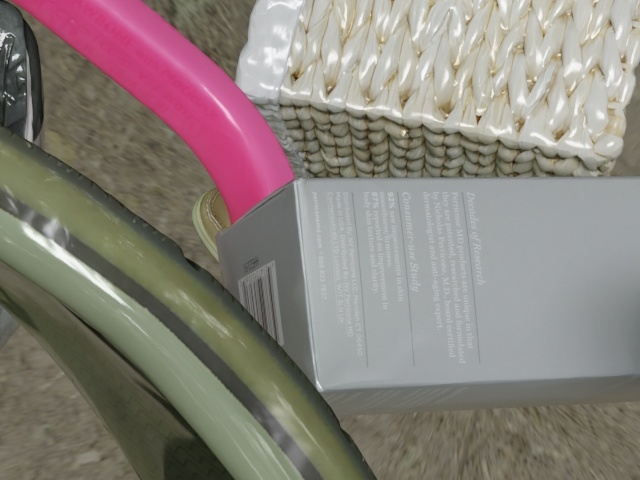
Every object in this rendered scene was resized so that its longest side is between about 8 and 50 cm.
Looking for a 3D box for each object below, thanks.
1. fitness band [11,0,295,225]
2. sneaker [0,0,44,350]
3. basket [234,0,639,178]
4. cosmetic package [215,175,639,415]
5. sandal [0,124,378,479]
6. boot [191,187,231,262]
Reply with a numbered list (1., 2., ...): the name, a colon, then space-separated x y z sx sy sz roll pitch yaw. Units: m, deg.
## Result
1. fitness band: -0.127 -0.065 0.923 0.291 0.209 0.054 40 125 -18
2. sneaker: -0.202 -0.028 0.990 0.100 0.108 0.272 25 130 9
3. basket: 0.112 -0.190 1.306 0.266 0.331 0.328 14 81 6
4. cosmetic package: 0.084 0.028 0.825 0.238 0.127 0.107 -3 79 -22
5. sandal: -0.032 0.081 0.392 0.086 0.120 0.303 -40 104 -16
6. boot: 0.000 0.000 1.568 0.213 0.165 0.077 38 53 -8
